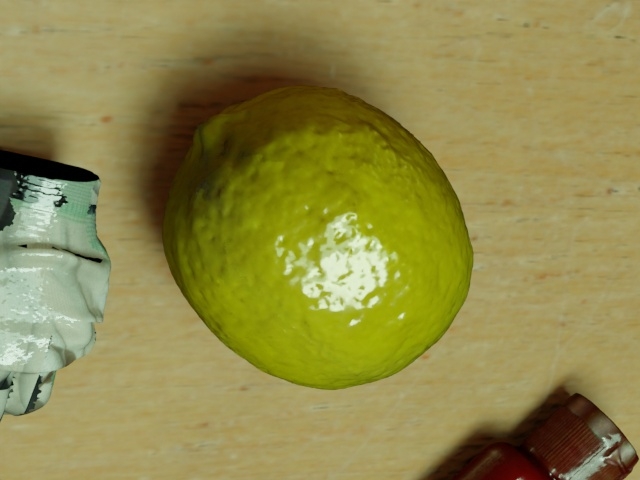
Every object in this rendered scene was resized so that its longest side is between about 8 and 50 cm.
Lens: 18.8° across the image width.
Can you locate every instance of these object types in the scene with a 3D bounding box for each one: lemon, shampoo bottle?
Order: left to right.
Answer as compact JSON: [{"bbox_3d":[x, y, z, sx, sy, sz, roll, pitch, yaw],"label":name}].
[{"bbox_3d":[-0.001,-0.003,1.170,0.180,0.180,0.193,-27,116,-16],"label":"lemon"},{"bbox_3d":[0.096,0.240,1.414,0.314,0.076,0.118,-42,127,-5],"label":"shampoo bottle"}]

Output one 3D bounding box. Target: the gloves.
[{"bbox_3d":[-0.198,0.054,1.129,0.127,0.111,0.212,5,104,-38],"label":"gloves"}]
